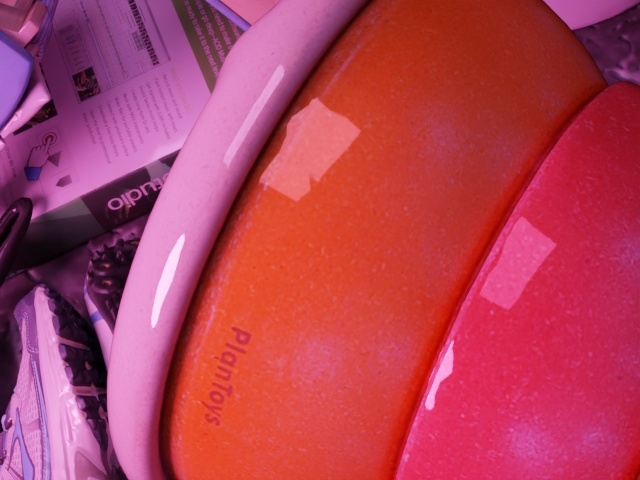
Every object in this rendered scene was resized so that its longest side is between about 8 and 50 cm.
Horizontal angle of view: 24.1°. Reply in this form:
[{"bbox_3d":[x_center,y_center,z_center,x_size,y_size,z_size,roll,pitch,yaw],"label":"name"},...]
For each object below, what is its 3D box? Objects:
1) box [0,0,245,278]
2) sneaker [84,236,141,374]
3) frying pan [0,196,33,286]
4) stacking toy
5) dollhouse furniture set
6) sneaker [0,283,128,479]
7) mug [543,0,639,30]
[{"bbox_3d":[-0.180,-0.117,1.192,0.322,0.058,0.232,-26,56,3],"label":"box"},{"bbox_3d":[-0.111,0.085,1.031,0.085,0.086,0.237,-6,40,-19],"label":"sneaker"},{"bbox_3d":[-0.305,0.130,1.073,0.197,0.053,0.326,-11,52,27],"label":"frying pan"},{"bbox_3d":[0.167,0.080,0.750,0.480,0.350,0.350,29,72,17],"label":"stacking toy"},{"bbox_3d":[-0.157,-0.156,1.133,0.303,0.198,0.286,-43,22,24],"label":"dollhouse furniture set"},{"bbox_3d":[-0.186,0.157,0.999,0.122,0.110,0.283,-23,55,8],"label":"sneaker"},{"bbox_3d":[0.182,-0.360,1.054,0.374,0.328,0.276,-11,58,12],"label":"mug"}]
